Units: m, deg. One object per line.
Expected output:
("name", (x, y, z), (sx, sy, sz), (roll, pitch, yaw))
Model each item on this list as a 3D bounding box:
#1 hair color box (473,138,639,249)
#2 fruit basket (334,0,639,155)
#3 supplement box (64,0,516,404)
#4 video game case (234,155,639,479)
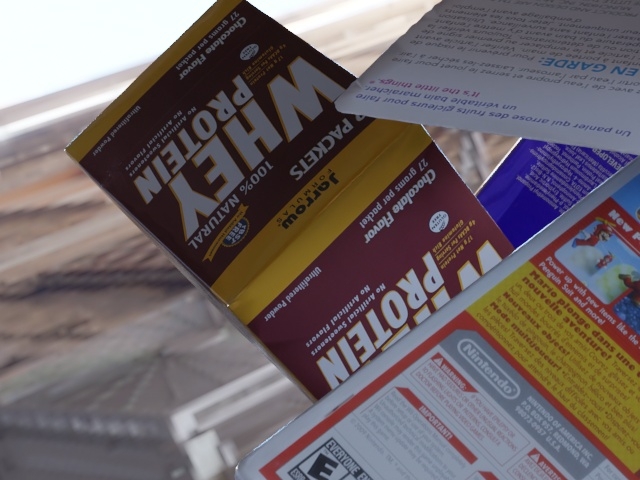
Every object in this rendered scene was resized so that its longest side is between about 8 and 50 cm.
("hair color box", (0.158, -0.003, 1.483), (0.110, 0.185, 0.339), (37, -90, 5))
("fruit basket", (0.230, -0.100, 0.827), (0.327, 0.353, 0.165), (11, -50, 28))
("supplement box", (0.000, 0.000, 1.057), (0.194, 0.129, 0.191), (40, -7, 49))
("video game case", (0.138, 0.081, 0.775), (0.204, 0.285, 0.025), (45, -25, 21))
